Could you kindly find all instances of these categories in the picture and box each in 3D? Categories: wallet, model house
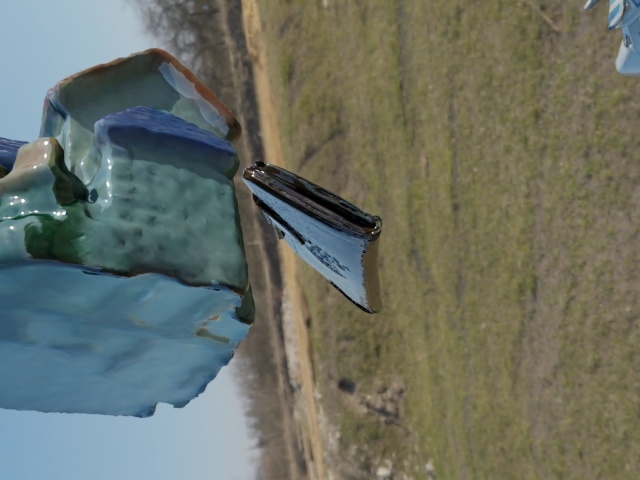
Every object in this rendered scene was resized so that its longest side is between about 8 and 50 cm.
[{"bbox_3d":[0.000,0.000,0.768,0.031,0.137,0.255,-55,-15,-12],"label":"wallet"},{"bbox_3d":[-0.198,-0.044,0.708,0.295,0.252,0.329,129,147,-49],"label":"model house"}]

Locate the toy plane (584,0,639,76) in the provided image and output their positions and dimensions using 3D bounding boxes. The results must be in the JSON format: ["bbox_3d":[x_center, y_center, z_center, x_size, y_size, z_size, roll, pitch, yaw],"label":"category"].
[{"bbox_3d":[0.252,-0.182,0.465,0.182,0.107,0.273,-52,2,-43],"label":"toy plane"}]
